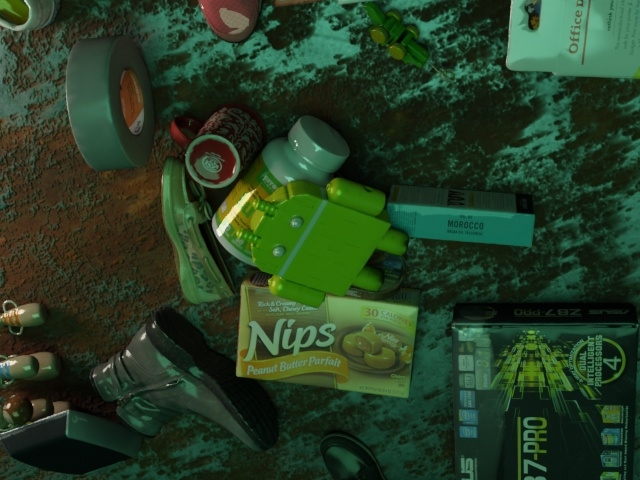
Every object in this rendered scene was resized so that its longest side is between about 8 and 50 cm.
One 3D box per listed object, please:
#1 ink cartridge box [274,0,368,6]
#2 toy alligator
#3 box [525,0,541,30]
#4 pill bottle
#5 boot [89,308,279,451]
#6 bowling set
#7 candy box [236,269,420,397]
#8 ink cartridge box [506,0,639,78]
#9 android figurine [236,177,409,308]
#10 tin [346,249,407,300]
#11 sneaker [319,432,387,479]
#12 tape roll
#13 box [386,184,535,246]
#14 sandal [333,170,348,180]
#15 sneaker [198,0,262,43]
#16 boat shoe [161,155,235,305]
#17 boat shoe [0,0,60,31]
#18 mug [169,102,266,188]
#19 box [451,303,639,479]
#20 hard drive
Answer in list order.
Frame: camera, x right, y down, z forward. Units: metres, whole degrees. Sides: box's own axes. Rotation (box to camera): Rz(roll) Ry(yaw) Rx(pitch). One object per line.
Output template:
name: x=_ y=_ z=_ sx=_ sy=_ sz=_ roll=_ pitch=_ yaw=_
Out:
ink cartridge box: x=0.020 y=-0.511 z=1.714 sx=0.239 sy=0.060 sz=0.275 roll=-5 pitch=110 yaw=9
toy alligator: x=0.137 y=-0.314 z=1.777 sx=0.190 sy=0.056 sz=0.051 roll=40 pitch=153 yaw=-9
box: x=0.366 y=-0.376 z=1.728 sx=0.094 sy=0.027 sz=0.137 roll=-24 pitch=105 yaw=14
pill bottle: x=-0.062 y=-0.084 z=1.810 sx=0.136 sy=0.136 sz=0.245 roll=36 pitch=116 yaw=-6
boot: x=-0.253 y=0.306 z=2.048 sx=0.338 sy=0.118 sz=0.223 roll=46 pitch=113 yaw=2
bowling set: x=-0.583 y=0.269 z=2.032 sx=0.154 sy=0.200 sz=0.287 roll=-9 pitch=105 yaw=13
candy box: x=0.013 y=0.166 z=1.954 sx=0.316 sy=0.087 sz=0.183 roll=7 pitch=110 yaw=6
ink cartridge box: x=0.456 y=-0.354 z=1.651 sx=0.353 sy=0.119 sz=0.207 roll=3 pitch=108 yaw=0
android figurine: x=0.000 y=0.000 z=1.763 sx=0.273 sy=0.056 sz=0.248 roll=20 pitch=122 yaw=-24
tin: x=0.055 y=0.046 z=1.895 sx=0.190 sy=0.106 sz=0.040 roll=12 pitch=143 yaw=5
sneaker: x=0.074 y=0.467 z=2.043 sx=0.083 sy=0.118 sz=0.222 roll=-35 pitch=102 yaw=19
tape roll: x=-0.341 y=-0.225 z=1.789 sx=0.072 sy=0.219 sz=0.219 roll=-4 pitch=110 yaw=11
box: x=0.234 y=-0.043 z=1.836 sx=0.244 sy=0.100 sz=0.060 roll=5 pitch=112 yaw=7
sandal: x=-0.024 y=-0.103 z=1.890 sx=0.179 sy=0.040 sz=0.067 roll=11 pitch=107 yaw=20
sneaker: x=-0.166 y=-0.462 z=1.718 sx=0.116 sy=0.136 sz=0.313 roll=-1 pitch=111 yaw=10
boat shoe: x=-0.217 y=-0.020 z=1.919 sx=0.089 sy=0.104 sz=0.285 roll=-6 pitch=120 yaw=6
boat shoe: x=-0.608 y=-0.459 z=1.774 sx=0.367 sy=0.156 sz=0.136 roll=39 pitch=111 yaw=-7
mug: x=-0.177 y=-0.152 z=1.819 sx=0.150 sy=0.169 sz=0.113 roll=-7 pitch=110 yaw=11
box: x=0.398 y=0.305 z=1.946 sx=0.318 sy=0.097 sz=0.395 roll=1 pitch=111 yaw=11
hard drive: x=-0.460 y=0.383 z=2.040 sx=0.172 sy=0.255 sz=0.054 roll=-20 pitch=64 yaw=15
